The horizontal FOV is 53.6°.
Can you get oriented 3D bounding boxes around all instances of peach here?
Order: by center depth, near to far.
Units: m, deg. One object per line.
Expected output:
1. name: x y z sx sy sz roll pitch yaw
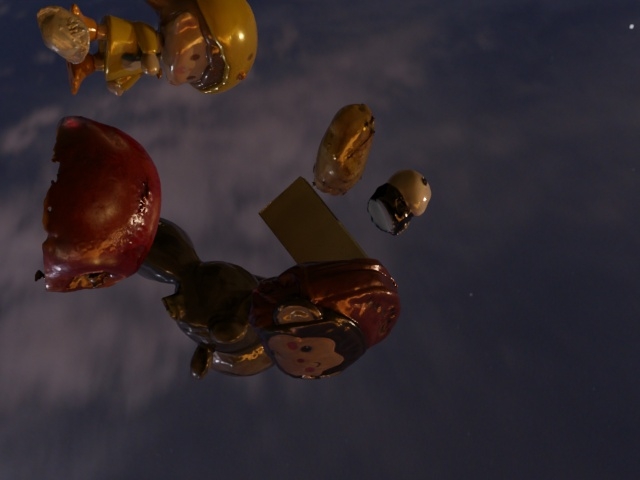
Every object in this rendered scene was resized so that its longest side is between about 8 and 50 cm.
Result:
1. peach: -0.300 -0.071 0.887 0.153 0.159 0.268 8 -123 -21

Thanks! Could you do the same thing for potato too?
1. potato: 0.066 -0.248 1.820 0.140 0.300 0.173 34 -138 15

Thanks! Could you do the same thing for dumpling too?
1. dumpling: -0.378 -0.305 0.935 0.057 0.076 0.052 -25 175 33

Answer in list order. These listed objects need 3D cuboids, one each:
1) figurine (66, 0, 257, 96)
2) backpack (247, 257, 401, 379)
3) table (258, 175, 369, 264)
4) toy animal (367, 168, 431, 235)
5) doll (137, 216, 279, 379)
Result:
1. figurine: -0.275 -0.355 1.136 0.343 0.215 0.187 -14 -104 -32
2. backpack: 0.011 0.101 0.916 0.229 0.229 0.139 -14 -126 -4
3. table: 0.000 0.000 1.333 0.121 0.111 0.240 -40 -102 9
4. toy animal: 0.224 -0.107 1.729 0.179 0.138 0.166 -40 -144 -11
5. doll: -0.199 0.110 1.305 0.252 0.382 0.379 -31 -110 -7
